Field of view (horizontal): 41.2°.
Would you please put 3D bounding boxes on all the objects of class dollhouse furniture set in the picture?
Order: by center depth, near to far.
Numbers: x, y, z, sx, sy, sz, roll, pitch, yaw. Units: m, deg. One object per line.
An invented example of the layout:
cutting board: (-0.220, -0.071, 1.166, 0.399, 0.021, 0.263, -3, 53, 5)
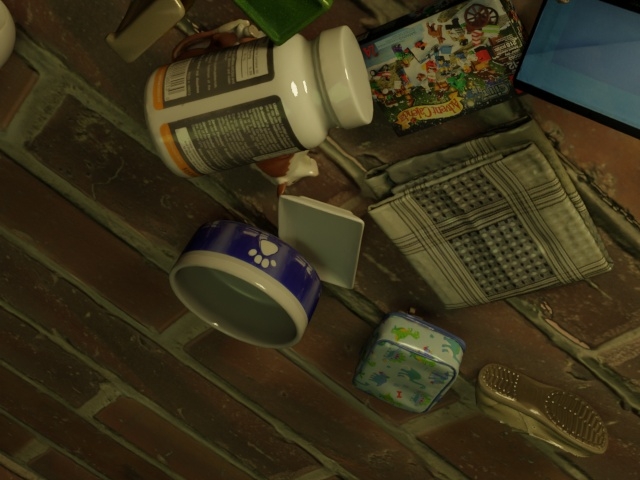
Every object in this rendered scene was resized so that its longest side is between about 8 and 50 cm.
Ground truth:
dollhouse furniture set: (-0.122, -0.334, 1.120, 0.151, 0.197, 0.302, 39, 135, -27)

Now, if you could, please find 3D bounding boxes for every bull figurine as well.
bull figurine: (-0.084, -0.201, 1.296, 0.188, 0.101, 0.310, -28, 123, 32)

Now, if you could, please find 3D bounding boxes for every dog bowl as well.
dog bowl: (-0.135, 0.084, 1.551, 0.265, 0.104, 0.265, 20, 149, 12)

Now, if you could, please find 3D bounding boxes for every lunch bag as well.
lunch bag: (0.166, 0.235, 1.608, 0.176, 0.090, 0.219, 23, 142, 0)

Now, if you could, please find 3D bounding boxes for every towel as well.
towel: (0.259, -0.024, 1.351, 0.312, 0.056, 0.324, -17, 123, 35)

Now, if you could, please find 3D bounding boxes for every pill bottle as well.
pill bottle: (-0.081, -0.187, 1.139, 0.279, 0.162, 0.162, -11, 128, 16)

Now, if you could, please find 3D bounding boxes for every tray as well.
tray: (0.000, 0.000, 1.458, 0.145, 0.030, 0.270, 19, 154, 7)

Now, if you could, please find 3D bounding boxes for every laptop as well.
laptop: (0.334, -0.261, 0.963, 0.234, 0.136, 0.264, 30, 167, 30)

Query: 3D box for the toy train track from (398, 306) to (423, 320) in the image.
toy train track: (0.165, 0.157, 1.599, 0.048, 0.014, 0.083, 18, 137, 7)

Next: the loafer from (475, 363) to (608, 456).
loafer: (0.410, 0.325, 1.602, 0.269, 0.102, 0.092, 30, 139, 8)

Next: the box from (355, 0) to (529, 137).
box: (0.173, -0.247, 1.178, 0.233, 0.044, 0.159, -16, 124, 35)

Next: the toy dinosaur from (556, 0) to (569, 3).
toy dinosaur: (0.228, -0.372, 0.902, 0.064, 0.118, 0.268, -25, 113, -10)

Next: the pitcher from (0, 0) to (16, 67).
pitcher: (-0.586, -0.335, 1.380, 0.177, 0.125, 0.207, 50, 144, -5)
